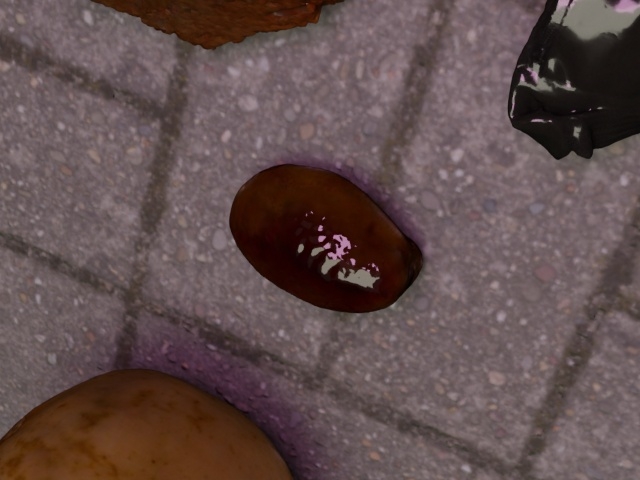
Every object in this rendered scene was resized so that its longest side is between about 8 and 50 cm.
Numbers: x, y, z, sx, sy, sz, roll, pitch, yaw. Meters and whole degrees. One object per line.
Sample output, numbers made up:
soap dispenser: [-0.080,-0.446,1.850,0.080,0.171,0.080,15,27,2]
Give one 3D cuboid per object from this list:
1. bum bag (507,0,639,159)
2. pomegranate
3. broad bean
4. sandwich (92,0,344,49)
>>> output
bum bag: [0.227,-0.196,0.662,0.142,0.079,0.326,7,121,-20]
pomegranate: [-0.172,0.297,0.928,0.343,0.342,0.342,9,117,19]
broad bean: [0.000,0.000,0.861,0.165,0.084,0.114,37,106,11]
sandwich: [-0.089,-0.229,0.739,0.292,0.109,0.212,1,151,26]
